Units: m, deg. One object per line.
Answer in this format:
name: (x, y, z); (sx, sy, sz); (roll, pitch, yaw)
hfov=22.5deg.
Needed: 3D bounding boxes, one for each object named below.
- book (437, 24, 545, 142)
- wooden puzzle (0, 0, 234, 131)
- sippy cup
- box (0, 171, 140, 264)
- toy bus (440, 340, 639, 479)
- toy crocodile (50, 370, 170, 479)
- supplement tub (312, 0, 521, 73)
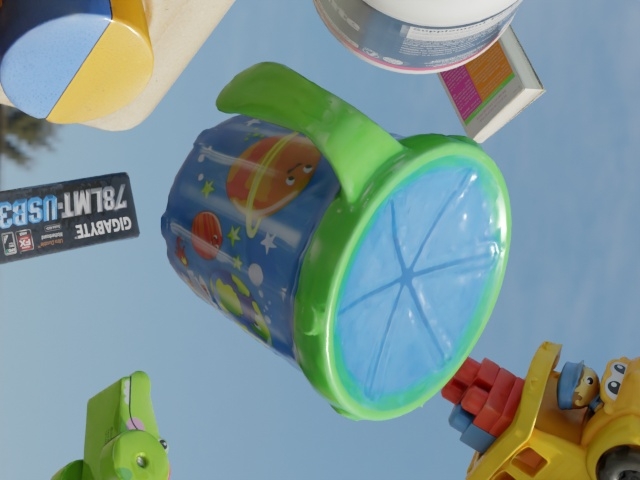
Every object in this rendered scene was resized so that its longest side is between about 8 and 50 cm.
book: (0.159, -0.185, 1.645); (0.096, 0.035, 0.144); (-42, -118, 39)
wooden puzzle: (-0.159, -0.179, 0.862); (0.322, 0.348, 0.080); (-48, -132, 37)
sippy cup: (0.000, 0.000, 1.315); (0.224, 0.240, 0.305); (23, -67, 37)
box: (-0.368, 0.002, 1.483); (0.293, 0.295, 0.073); (-10, -87, 28)
toy bus: (0.223, 0.169, 1.508); (0.220, 0.211, 0.149); (-56, 180, 41)
toy crocodile: (-0.177, 0.278, 1.462); (0.115, 0.105, 0.340); (-37, -136, 36)
supplement tub: (0.087, -0.248, 1.271); (0.272, 0.191, 0.191); (111, -21, -83)
